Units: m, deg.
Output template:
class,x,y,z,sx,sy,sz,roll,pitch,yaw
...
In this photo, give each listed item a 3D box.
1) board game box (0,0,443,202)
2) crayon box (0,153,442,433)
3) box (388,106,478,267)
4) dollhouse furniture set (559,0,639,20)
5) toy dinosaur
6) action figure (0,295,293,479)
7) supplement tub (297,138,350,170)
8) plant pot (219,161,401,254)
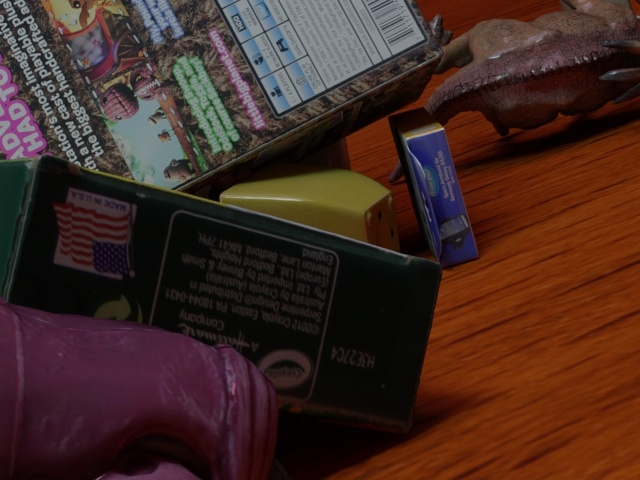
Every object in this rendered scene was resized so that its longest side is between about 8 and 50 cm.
class,x,y,z,sx,sy,sz,roll,pitch,yaw
board game box,-0.110,-0.134,1.196,0.291,0.232,0.141,-27,-6,-7
crayon box,-0.116,0.025,0.926,0.202,0.081,0.318,15,-7,-30
box,0.069,-0.033,1.183,0.028,0.081,0.136,-16,11,-2
dollhouse furniture set,0.335,-0.241,1.622,0.212,0.161,0.242,-20,11,-16
toy dinosaur,0.179,-0.130,1.428,0.296,0.127,0.200,-23,18,-3
action figure,-0.133,0.044,0.571,0.370,0.275,0.248,13,9,-22
supplement tub,-0.164,-0.064,1.360,0.338,0.207,0.207,-18,11,-5
plant pot,0.000,0.000,1.134,0.083,0.081,0.081,-2,16,24
